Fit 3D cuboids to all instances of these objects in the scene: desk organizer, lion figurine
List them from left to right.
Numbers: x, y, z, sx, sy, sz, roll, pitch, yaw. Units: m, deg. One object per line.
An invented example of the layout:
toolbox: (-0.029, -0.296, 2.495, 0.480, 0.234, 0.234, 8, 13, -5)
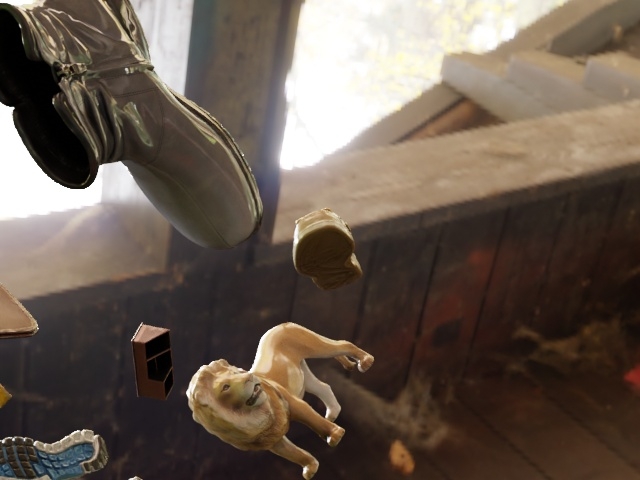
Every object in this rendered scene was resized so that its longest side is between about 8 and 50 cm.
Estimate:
desk organizer: (-0.279, 0.204, 1.990, 0.050, 0.130, 0.047, 10, -141, 11)
lion figurine: (-0.065, 0.226, 1.910, 0.240, 0.142, 0.392, 35, -159, -2)

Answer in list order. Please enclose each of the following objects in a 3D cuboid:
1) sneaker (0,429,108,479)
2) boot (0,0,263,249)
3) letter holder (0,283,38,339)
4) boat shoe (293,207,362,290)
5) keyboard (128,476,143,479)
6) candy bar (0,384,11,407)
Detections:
sneaker: (-0.359, 0.291, 1.499, 0.191, 0.083, 0.071, 7, -127, -53)
boot: (-0.196, -0.092, 1.147, 0.338, 0.118, 0.222, 52, -157, -15)
letter holder: (-0.463, 0.082, 1.228, 0.302, 0.152, 0.214, 34, -158, 33)
boat shoe: (0.000, 0.000, 1.152, 0.063, 0.170, 0.059, -21, -110, 0)
keyboard: (-0.261, 0.381, 1.547, 0.108, 0.023, 0.180, 28, -140, 21)
candy bar: (-0.194, 0.089, 0.611, 0.040, 0.161, 0.018, 45, -125, -4)
